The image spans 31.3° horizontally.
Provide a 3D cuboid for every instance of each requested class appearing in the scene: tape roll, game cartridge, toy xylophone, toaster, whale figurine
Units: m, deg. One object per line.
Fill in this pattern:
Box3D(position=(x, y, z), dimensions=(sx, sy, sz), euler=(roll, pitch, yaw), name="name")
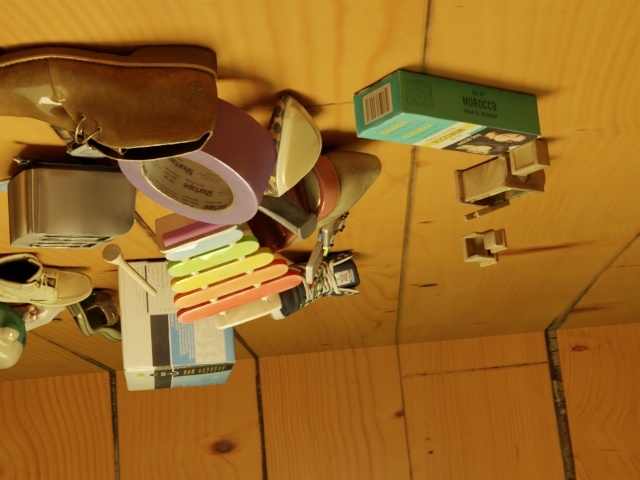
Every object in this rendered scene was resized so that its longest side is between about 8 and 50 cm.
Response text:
Box3D(position=(-0.154, -0.103, 1.446), dimensions=(0.189, 0.080, 0.189), euler=(16, 154, 8), name="tape roll")
Box3D(position=(-0.305, -0.132, 1.576), dimensions=(0.056, 0.017, 0.083), euler=(13, 158, -43), name="game cartridge")
Box3D(position=(-0.177, 0.041, 1.717), dimensions=(0.236, 0.081, 0.322), euler=(-23, 152, 9), name="toy xylophone")
Box3D(position=(-0.367, -0.052, 1.653), dimensions=(0.186, 0.110, 0.168), euler=(2, 171, -26), name="toaster")
Box3D(position=(-0.752, 0.173, 2.514), dimensions=(0.216, 0.141, 0.272), euler=(3, 146, 18), name="whale figurine")

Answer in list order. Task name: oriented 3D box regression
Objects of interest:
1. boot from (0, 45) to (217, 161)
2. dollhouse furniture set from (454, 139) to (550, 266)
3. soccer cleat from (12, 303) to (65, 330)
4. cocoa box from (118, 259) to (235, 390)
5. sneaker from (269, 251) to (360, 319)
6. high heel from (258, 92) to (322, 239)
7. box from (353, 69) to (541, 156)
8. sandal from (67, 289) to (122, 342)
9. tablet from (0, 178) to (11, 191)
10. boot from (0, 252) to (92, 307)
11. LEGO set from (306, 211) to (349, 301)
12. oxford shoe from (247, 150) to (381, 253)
Box3D(position=(-0.269, -0.151, 1.299), dimensions=(0.305, 0.115, 0.112), euler=(-3, 169, -3), name="boot")
Box3D(position=(0.319, -0.053, 1.820), dimensions=(0.101, 0.161, 0.182), euler=(5, 164, -37), name="dollhouse furniture set")
Box3D(position=(-0.667, 0.177, 2.644), dimensions=(0.196, 0.068, 0.076), euler=(-20, 165, 42), name="soccer cleat")
Box3D(position=(-0.308, 0.184, 2.439), dimensions=(0.228, 0.231, 0.347), euler=(-3, 167, -9), name="cocoa box")
Box3D(position=(-0.010, 0.089, 2.342), dimensions=(0.153, 0.099, 0.282), euler=(-8, -172, 16), name="sneaker")
Box3D(position=(-0.090, -0.130, 1.580), dimensions=(0.093, 0.186, 0.261), euler=(-39, 148, -27), name="high heel")
Box3D(position=(0.170, -0.164, 1.514), dimensions=(0.244, 0.060, 0.100), euler=(5, 164, -35), name="box")
Box3D(position=(-0.495, 0.153, 2.562), dimensions=(0.086, 0.120, 0.303), euler=(-35, 165, 4), name="sandal")
Box3D(position=(-0.460, -0.081, 1.752), dimensions=(0.054, 0.006, 0.083), euler=(-10, 165, 20), name="tablet")
Box3D(position=(-0.546, 0.076, 2.236), dimensions=(0.213, 0.077, 0.165), euler=(2, 163, -17), name="boot")
Box3D(position=(0.000, 0.000, 1.909), dimensions=(0.060, 0.182, 0.244), euler=(20, 162, 7), name="LEGO set")
Box3D(position=(-0.019, -0.059, 1.776), dimensions=(0.130, 0.123, 0.348), euler=(-16, 179, -26), name="oxford shoe")
